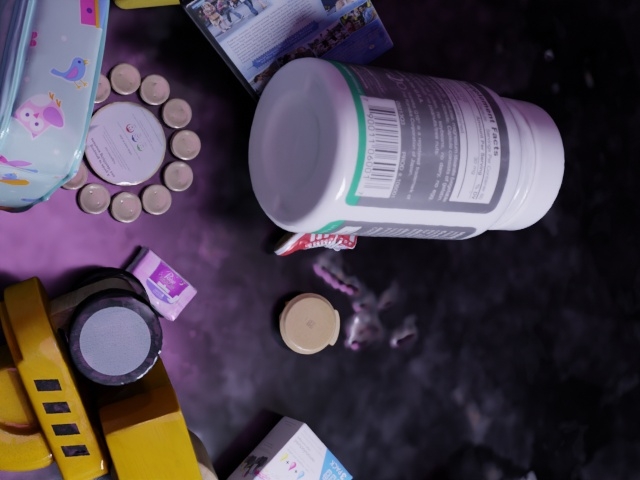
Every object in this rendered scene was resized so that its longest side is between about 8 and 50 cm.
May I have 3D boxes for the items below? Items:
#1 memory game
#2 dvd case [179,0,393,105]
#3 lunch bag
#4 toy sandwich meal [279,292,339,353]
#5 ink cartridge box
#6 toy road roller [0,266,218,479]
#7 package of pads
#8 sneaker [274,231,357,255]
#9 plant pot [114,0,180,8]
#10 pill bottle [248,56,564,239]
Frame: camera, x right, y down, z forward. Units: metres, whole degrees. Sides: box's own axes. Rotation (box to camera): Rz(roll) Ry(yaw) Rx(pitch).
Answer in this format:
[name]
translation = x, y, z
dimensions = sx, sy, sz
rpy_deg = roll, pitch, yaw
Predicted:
[memory game]
translation = -0.228, -0.113, 1.311
dimensions = 0.186, 0.012, 0.186
rpy_deg = -1, 93, -28
[dvd case]
translation = -0.032, -0.249, 1.287
dimensions = 0.180, 0.022, 0.253
rpy_deg = -33, 147, 5
[lunch bag]
translation = -0.304, -0.155, 1.125
dimensions = 0.108, 0.279, 0.224
rpy_deg = 13, 75, -28
[toy sandwich meal]
translation = -0.015, 0.104, 1.419
dimensions = 0.085, 0.029, 0.085
rpy_deg = -1, 93, -23
[ink cartridge box]
translation = -0.061, 0.320, 1.381
dimensions = 0.181, 0.061, 0.104
rpy_deg = -46, 110, -18
[toy road roller]
translation = -0.263, 0.197, 1.205
dimensions = 0.240, 0.202, 0.329
rpy_deg = -21, 102, -9
[package of pads]
translation = -0.192, 0.050, 1.322
dimensions = 0.083, 0.032, 0.050
rpy_deg = 43, 77, -21
[sneaker]
translation = 0.000, 0.000, 1.415
dimensions = 0.118, 0.042, 0.067
rpy_deg = -38, 104, -24
[plant pot]
translation = -0.120, -0.388, 1.261
dimensions = 0.212, 0.187, 0.212
rpy_deg = -11, 97, -27
[pill bottle]
translation = 0.112, -0.103, 1.370
dimensions = 0.361, 0.204, 0.204
rpy_deg = 3, 90, -35
